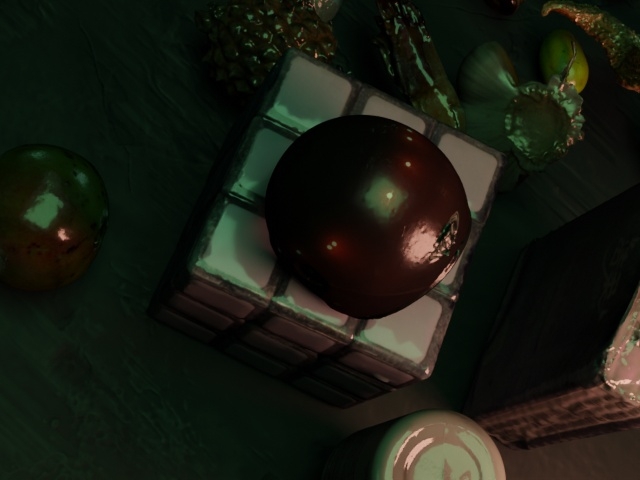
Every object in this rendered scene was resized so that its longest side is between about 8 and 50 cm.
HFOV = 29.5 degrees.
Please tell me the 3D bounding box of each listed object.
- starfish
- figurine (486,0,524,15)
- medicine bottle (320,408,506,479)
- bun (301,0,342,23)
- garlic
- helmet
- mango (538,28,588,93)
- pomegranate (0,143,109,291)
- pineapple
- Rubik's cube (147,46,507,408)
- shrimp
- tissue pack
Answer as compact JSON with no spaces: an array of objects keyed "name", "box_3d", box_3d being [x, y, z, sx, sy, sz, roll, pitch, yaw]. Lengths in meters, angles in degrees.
[{"name":"starfish","box_3d":[0.486,-0.219,1.695,0.301,0.084,0.293,16,27,-39]},{"name":"figurine","box_3d":[0.389,-0.475,1.800,0.370,0.167,0.281,-38,121,-13]},{"name":"medicine bottle","box_3d":[0.092,0.290,1.429,0.157,0.288,0.157,4,74,-15]},{"name":"bun","box_3d":[-0.027,-0.360,1.676,0.141,0.083,0.141,5,76,-19]},{"name":"garlic","box_3d":[0.301,-0.187,1.656,0.256,0.207,0.207,-35,88,-15]},{"name":"helmet","box_3d":[0.047,-0.031,1.248,0.216,0.193,0.189,24,70,21]},{"name":"mango","box_3d":[0.357,-0.263,1.786,0.073,0.056,0.108,5,65,-16]},{"name":"pomegranate","box_3d":[-0.364,-0.036,1.445,0.224,0.181,0.181,13,72,3]},{"name":"pineapple","box_3d":[-0.078,-0.256,1.593,0.193,0.166,0.166,24,70,-7]},{"name":"Rubik's cube","box_3d":[0.000,0.000,1.471,0.303,0.305,0.301,26,69,-8]},{"name":"shrimp","box_3d":[0.091,-0.210,1.650,0.075,0.178,0.289,-17,84,-64]},{"name":"tissue pack","box_3d":[0.335,0.098,1.500,0.124,0.394,0.288,27,70,-9]}]
